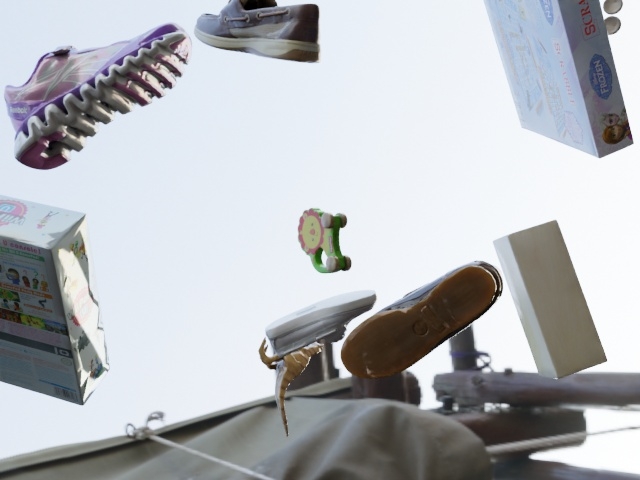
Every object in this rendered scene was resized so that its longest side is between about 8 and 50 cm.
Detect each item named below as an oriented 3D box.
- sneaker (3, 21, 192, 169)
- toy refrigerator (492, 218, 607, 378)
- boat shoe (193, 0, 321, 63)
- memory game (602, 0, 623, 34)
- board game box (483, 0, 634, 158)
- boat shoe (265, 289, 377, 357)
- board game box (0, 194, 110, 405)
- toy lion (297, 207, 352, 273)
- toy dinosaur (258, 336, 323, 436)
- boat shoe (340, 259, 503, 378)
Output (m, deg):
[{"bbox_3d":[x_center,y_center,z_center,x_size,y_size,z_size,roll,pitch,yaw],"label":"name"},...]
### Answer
[{"bbox_3d":[-0.258,-0.184,0.789,0.104,0.236,0.095,57,-179,13],"label":"sneaker"},{"bbox_3d":[0.418,0.108,1.294,0.102,0.094,0.269,-18,-96,-7],"label":"toy refrigerator"},{"bbox_3d":[-0.119,-0.413,1.313,0.123,0.342,0.123,-8,-66,-38],"label":"boat shoe"},{"bbox_3d":[0.504,-0.439,1.393,0.012,0.186,0.186,-3,-95,-55],"label":"memory game"},{"bbox_3d":[0.385,-0.322,1.186,0.066,0.318,0.319,-23,-70,1],"label":"board game box"},{"bbox_3d":[0.007,0.131,1.087,0.184,0.066,0.063,-22,-81,1],"label":"boat shoe"},{"bbox_3d":[-0.450,0.087,1.054,0.097,0.224,0.303,-63,-19,-52],"label":"board game box"},{"bbox_3d":[0.000,0.000,1.027,0.034,0.096,0.100,-2,-96,-38],"label":"toy lion"},{"bbox_3d":[-0.056,0.216,1.191,0.211,0.112,0.064,-52,-18,-52],"label":"toy dinosaur"},{"bbox_3d":[0.118,0.092,0.800,0.073,0.207,0.073,60,-158,5],"label":"boat shoe"}]
